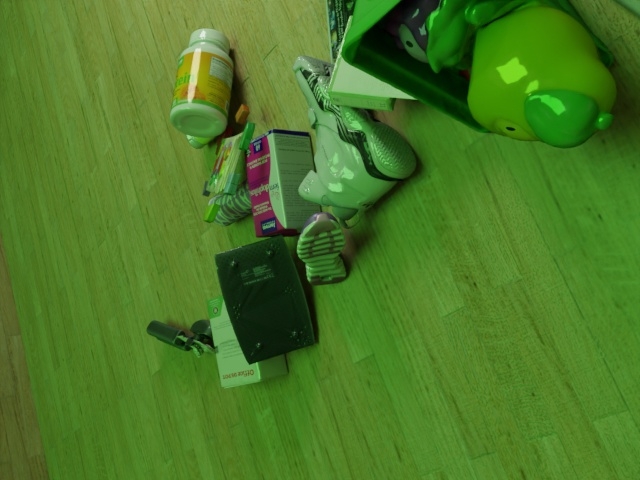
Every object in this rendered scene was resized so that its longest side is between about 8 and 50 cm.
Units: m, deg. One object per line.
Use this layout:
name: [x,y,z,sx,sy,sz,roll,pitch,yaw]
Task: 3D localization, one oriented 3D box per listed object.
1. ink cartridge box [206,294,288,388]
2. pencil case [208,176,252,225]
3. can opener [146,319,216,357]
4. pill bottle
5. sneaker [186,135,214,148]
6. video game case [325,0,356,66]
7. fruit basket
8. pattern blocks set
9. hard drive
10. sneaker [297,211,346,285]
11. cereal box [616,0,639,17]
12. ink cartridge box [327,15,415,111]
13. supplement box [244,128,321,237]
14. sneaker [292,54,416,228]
ink cartridge box: [-0.177,0.230,1.569,0.160,0.093,0.219,-21,77,44]
pencil case: [-0.191,-0.103,1.581,0.206,0.086,0.088,-26,76,43]
can opener: [-0.373,0.259,1.803,0.280,0.074,0.093,3,58,44]
pill bottle: [-0.286,-0.389,1.613,0.136,0.136,0.245,-19,59,45]
sneaker: [-0.306,-0.350,1.711,0.094,0.082,0.208,-15,86,37]
video game case: [0.080,-0.468,1.342,0.173,0.022,0.190,-8,86,45]
fruit basket: [0.246,-0.251,0.928,0.283,0.392,0.391,-29,70,42]
pattern blocks set: [-0.223,-0.179,1.524,0.325,0.026,0.285,-18,56,65]
hard drive: [-0.122,0.128,1.451,0.054,0.172,0.254,-155,48,-83]
sneaker: [0.000,0.000,1.331,0.236,0.095,0.104,84,180,-61]
cereal box: [0.451,-0.350,0.859,0.047,0.173,0.240,-39,59,3]
ink cartridge box: [0.146,-0.318,1.192,0.235,0.056,0.171,11,72,16]
supplement box: [-0.083,-0.123,1.453,0.111,0.114,0.219,-16,81,46]
sneaker: [0.019,-0.201,1.326,0.210,0.137,0.365,-52,59,30]
